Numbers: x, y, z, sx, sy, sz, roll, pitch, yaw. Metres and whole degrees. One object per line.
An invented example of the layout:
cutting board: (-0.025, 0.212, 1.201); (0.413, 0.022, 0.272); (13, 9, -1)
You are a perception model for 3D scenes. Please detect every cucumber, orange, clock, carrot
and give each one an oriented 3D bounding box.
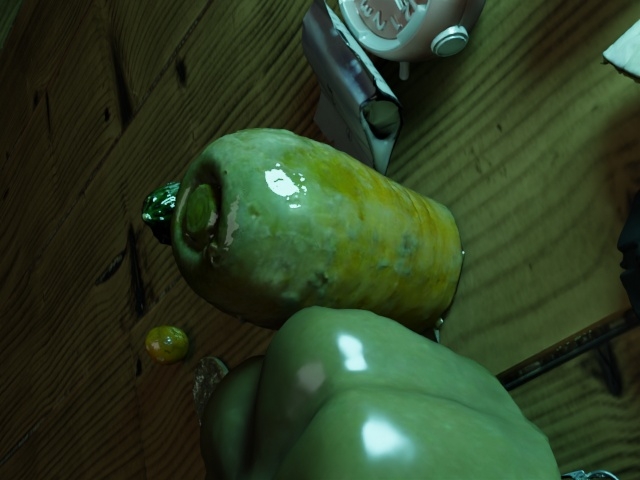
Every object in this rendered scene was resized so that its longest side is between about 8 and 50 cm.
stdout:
cucumber: (-0.104, -0.054, 1.105); (0.096, 0.359, 0.096); (13, 112, 36)
orange: (-0.291, 0.199, 1.551); (0.070, 0.083, 0.083); (-54, 43, 16)
clock: (0.126, -0.337, 1.036); (0.227, 0.142, 0.241); (-51, 55, 50)
carrot: (0.000, 0.000, 0.970); (0.224, 0.341, 0.224); (-20, 64, 49)

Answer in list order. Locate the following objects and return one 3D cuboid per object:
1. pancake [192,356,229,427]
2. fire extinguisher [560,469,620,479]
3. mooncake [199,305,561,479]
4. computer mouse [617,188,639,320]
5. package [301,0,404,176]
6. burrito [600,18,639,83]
pancake: (-0.195, 0.274, 1.456); (0.139, 0.022, 0.139); (-16, 70, 53)
fire extinguisher: (0.284, 0.280, 0.772); (0.064, 0.043, 0.158); (-35, 51, 10)
mooncake: (0.016, 0.311, 0.837); (0.467, 0.262, 0.467); (-49, 29, 40)
computer mouse: (0.356, -0.004, 0.694); (0.264, 0.088, 0.147); (-25, 62, 53)
package: (0.041, -0.192, 1.104); (0.251, 0.062, 0.204); (86, 160, -55)
burrito: (0.376, -0.194, 0.681); (0.299, 0.105, 0.143); (-43, 41, 43)
